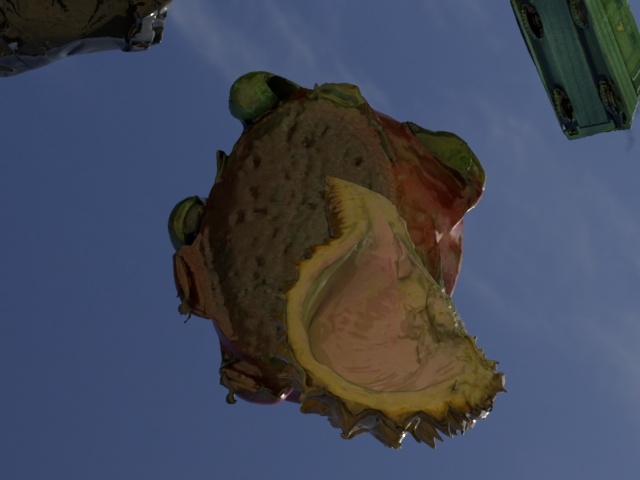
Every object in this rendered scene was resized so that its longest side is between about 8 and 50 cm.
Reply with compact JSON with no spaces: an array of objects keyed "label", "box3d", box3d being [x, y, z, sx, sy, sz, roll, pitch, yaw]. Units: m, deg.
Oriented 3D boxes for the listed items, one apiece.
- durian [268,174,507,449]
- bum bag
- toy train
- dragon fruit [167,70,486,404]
[{"label":"durian","box3d":[0.031,0.052,1.059,0.140,0.078,0.224,-8,-130,-7]},{"label":"bum bag","box3d":[-0.225,-0.200,1.457,0.198,0.087,0.049,-14,-156,-13]},{"label":"toy train","box3d":[0.128,-0.098,0.788,0.056,0.038,0.093,-53,-54,-44]},{"label":"dragon fruit","box3d":[0.000,0.000,1.312,0.130,0.268,0.295,19,-126,-53]}]
